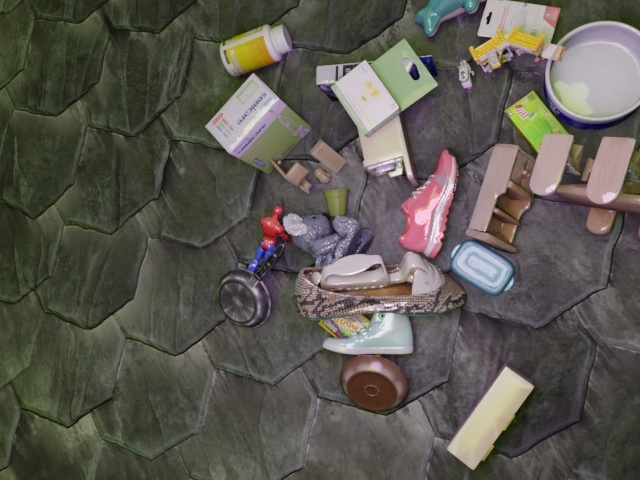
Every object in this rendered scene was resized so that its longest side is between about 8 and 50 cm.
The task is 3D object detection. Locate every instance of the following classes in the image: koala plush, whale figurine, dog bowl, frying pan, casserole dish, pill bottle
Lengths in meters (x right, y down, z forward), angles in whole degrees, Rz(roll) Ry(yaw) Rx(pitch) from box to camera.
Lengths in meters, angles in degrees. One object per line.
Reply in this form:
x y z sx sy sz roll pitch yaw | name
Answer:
0.000 0.000 1.644 0.221 0.196 0.203 31 90 22 | koala plush
0.372 -0.720 1.619 0.272 0.141 0.216 -41 52 22 | whale figurine
0.732 -0.432 1.504 0.264 0.104 0.265 -2 85 17 | dog bowl
-0.195 0.158 1.720 0.326 0.053 0.197 -26 92 33 | frying pan
0.448 0.074 1.581 0.188 0.037 0.114 34 95 19 | casserole dish
-0.203 -0.610 1.812 0.214 0.117 0.117 -15 80 16 | pill bottle

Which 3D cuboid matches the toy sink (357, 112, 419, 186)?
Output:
0.188 -0.262 1.636 0.131 0.153 0.234 -14 82 16 | toy sink

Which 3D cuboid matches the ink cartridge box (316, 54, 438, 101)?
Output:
0.168 -0.466 1.655 0.332 0.165 0.065 -1 85 19 | ink cartridge box

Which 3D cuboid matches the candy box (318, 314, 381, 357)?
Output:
0.103 0.267 1.676 0.205 0.027 0.105 37 92 17 | candy box

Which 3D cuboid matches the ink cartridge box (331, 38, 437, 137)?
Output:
0.171 -0.417 1.539 0.235 0.056 0.171 -36 79 16 | ink cartridge box

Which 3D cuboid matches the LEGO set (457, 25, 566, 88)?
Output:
0.523 -0.495 1.544 0.286 0.107 0.132 -5 68 36 | LEGO set

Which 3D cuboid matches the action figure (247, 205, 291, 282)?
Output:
-0.150 0.014 1.758 0.091 0.139 0.281 26 115 16 | action figure

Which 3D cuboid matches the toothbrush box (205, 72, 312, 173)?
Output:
-0.174 -0.335 1.689 0.206 0.283 0.122 -46 74 9 | toothbrush box

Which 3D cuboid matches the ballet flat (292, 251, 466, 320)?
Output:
0.168 0.112 1.504 0.482 0.164 0.182 -3 128 -6 | ballet flat

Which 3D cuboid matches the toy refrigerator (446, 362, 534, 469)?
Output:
0.453 0.464 1.506 0.094 0.102 0.270 36 95 17 | toy refrigerator

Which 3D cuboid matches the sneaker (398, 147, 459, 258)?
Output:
0.299 -0.113 1.591 0.136 0.116 0.314 13 89 5 | sneaker

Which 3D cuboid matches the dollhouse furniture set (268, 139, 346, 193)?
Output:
-0.039 -0.242 1.725 0.151 0.144 0.123 -50 44 9 | dollhouse furniture set

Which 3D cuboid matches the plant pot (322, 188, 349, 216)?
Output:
0.050 -0.113 1.710 0.083 0.083 0.079 -4 96 17 | plant pot

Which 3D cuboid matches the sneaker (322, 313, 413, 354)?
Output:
0.131 0.243 1.607 0.255 0.094 0.151 -2 84 4 | sneaker

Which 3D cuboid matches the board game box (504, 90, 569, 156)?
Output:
0.600 -0.310 1.565 0.092 0.043 0.181 -36 75 12 | board game box

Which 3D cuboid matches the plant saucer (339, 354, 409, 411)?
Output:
0.146 0.411 1.591 0.198 0.036 0.199 7 118 13 | plant saucer

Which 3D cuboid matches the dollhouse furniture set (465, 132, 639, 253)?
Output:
0.597 -0.077 1.393 0.394 0.362 0.257 17 89 46 | dollhouse furniture set

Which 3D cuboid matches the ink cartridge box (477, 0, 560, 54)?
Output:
0.553 -0.599 1.597 0.198 0.067 0.115 17 90 17 | ink cartridge box
